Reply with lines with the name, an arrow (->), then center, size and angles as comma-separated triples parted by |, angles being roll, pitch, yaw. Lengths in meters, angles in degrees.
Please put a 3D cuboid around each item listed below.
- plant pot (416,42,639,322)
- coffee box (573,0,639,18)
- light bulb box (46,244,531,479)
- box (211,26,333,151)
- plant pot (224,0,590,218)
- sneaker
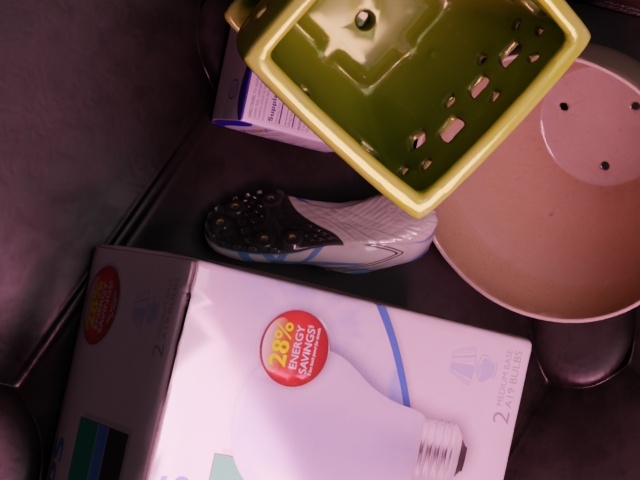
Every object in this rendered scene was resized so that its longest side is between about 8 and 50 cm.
plant pot -> 0.261, -0.086, 1.649 | 0.191, 0.284, 0.284 | -46, 116, -54
coffee box -> 0.360, -0.397, 1.745 | 0.168, 0.119, 0.297 | 9, 88, -32
light bulb box -> -0.043, 0.214, 1.497 | 0.361, 0.225, 0.358 | 14, 86, -29
box -> -0.022, -0.160, 1.576 | 0.137, 0.072, 0.126 | 13, 87, -29
plant pot -> 0.060, -0.191, 1.437 | 0.228, 0.207, 0.227 | -47, 114, 3
sneaker -> 0.000, 0.000, 1.597 | 0.237, 0.086, 0.085 | -1, 49, -19
